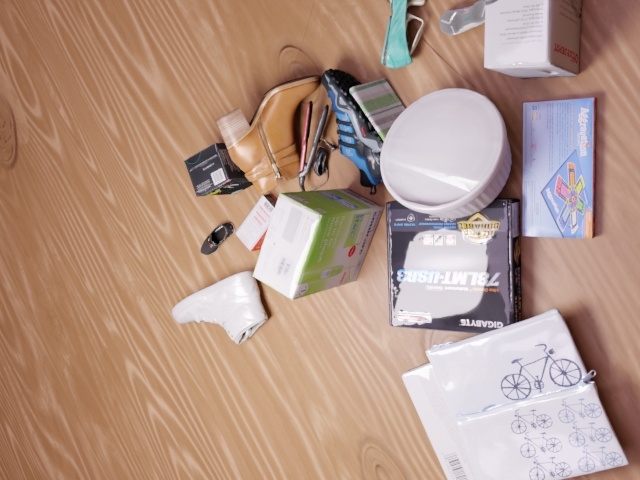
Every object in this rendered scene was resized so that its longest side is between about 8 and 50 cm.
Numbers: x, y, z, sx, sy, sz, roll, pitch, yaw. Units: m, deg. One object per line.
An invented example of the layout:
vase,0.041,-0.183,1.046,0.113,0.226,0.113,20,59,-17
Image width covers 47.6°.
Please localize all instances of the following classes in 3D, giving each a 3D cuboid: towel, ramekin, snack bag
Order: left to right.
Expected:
towel,0.143,-0.292,1.640,0.152,0.113,0.023,59,145,11
ramekin,0.271,-0.169,1.517,0.273,0.127,0.272,-12,66,28
snack bag,0.417,0.337,1.505,0.323,0.037,0.342,-23,84,29

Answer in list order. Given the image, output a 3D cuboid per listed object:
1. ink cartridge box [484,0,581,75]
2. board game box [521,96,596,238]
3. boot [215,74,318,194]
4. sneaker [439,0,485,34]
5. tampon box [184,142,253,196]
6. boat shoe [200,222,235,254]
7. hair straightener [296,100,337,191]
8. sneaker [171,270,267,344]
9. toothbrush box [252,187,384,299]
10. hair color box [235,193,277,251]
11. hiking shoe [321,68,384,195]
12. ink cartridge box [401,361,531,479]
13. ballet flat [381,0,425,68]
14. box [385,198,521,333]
ink cartridge box,0.410,-0.473,1.380,0.129,0.223,0.307,4,97,32
board game box,0.487,-0.146,1.485,0.145,0.027,0.281,3,97,33
boot,-0.090,-0.261,1.781,0.284,0.109,0.220,-31,104,-7
sneaker,0.319,-0.472,1.542,0.152,0.061,0.053,1,104,51
tampon box,-0.240,-0.181,1.856,0.121,0.161,0.101,-24,83,33
boat shoe,-0.289,-0.003,1.979,0.133,0.042,0.048,-39,77,31
hair straightener,-0.006,-0.217,1.757,0.089,0.047,0.230,12,105,6
sneaker,-0.273,0.211,1.954,0.293,0.108,0.169,-27,78,30
toothbrush box,0.000,0.000,1.654,0.122,0.283,0.206,29,109,25
hair color box,-0.155,-0.046,1.888,0.072,0.043,0.141,48,118,18
hiking shoe,0.071,-0.261,1.683,0.132,0.113,0.304,-42,69,35
ink cartridge box,0.356,0.385,1.603,0.261,0.066,0.296,-28,81,27
ballet flat,0.189,-0.507,1.611,0.087,0.083,0.247,5,99,7
box,0.292,0.054,1.606,0.296,0.073,0.293,2,95,32
